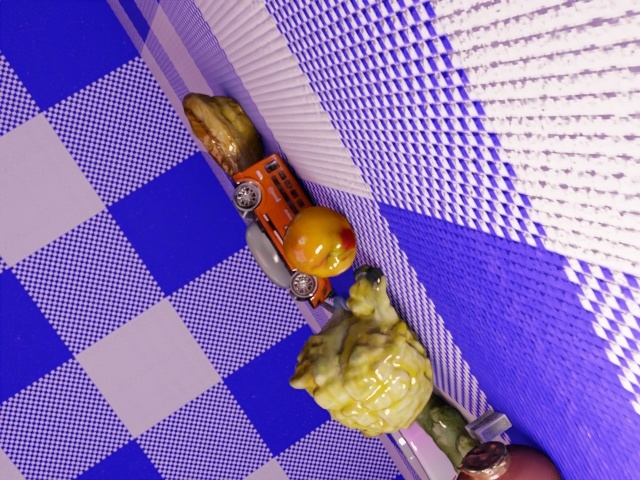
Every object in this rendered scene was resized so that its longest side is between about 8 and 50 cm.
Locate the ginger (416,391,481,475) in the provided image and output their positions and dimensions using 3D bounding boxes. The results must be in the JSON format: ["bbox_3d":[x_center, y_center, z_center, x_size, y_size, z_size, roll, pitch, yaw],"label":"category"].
[{"bbox_3d":[0.249,0.375,1.578,0.137,0.089,0.290,41,-177,-23],"label":"ginger"}]

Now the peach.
[{"bbox_3d":[0.000,0.000,1.431,0.138,0.138,0.138,55,172,12],"label":"peach"}]

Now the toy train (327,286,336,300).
[{"bbox_3d":[0.016,0.141,2.225,0.092,0.029,0.045,45,158,60],"label":"toy train"}]

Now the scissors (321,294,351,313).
[{"bbox_3d":[0.043,0.197,2.159,0.191,0.029,0.360,59,166,-24],"label":"scissors"}]

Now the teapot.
[{"bbox_3d":[-0.128,-0.029,1.985,0.318,0.149,0.220,57,-179,-15],"label":"teapot"}]

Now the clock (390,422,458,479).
[{"bbox_3d":[0.258,0.507,1.945,0.339,0.102,0.338,56,171,13],"label":"clock"}]

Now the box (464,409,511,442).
[{"bbox_3d":[0.273,0.304,1.250,0.024,0.054,0.083,59,172,3],"label":"box"}]

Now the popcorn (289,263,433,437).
[{"bbox_3d":[0.082,0.242,1.480,0.237,0.293,0.293,39,-172,-48],"label":"popcorn"}]

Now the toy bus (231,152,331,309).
[{"bbox_3d":[-0.061,-0.016,1.648,0.329,0.153,0.143,58,173,6],"label":"toy bus"}]

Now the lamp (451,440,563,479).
[{"bbox_3d":[0.293,0.418,1.134,0.258,0.180,0.180,61,171,-12],"label":"lamp"}]

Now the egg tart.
[{"bbox_3d":[-0.215,-0.242,1.824,0.290,0.115,0.290,53,172,10],"label":"egg tart"}]
